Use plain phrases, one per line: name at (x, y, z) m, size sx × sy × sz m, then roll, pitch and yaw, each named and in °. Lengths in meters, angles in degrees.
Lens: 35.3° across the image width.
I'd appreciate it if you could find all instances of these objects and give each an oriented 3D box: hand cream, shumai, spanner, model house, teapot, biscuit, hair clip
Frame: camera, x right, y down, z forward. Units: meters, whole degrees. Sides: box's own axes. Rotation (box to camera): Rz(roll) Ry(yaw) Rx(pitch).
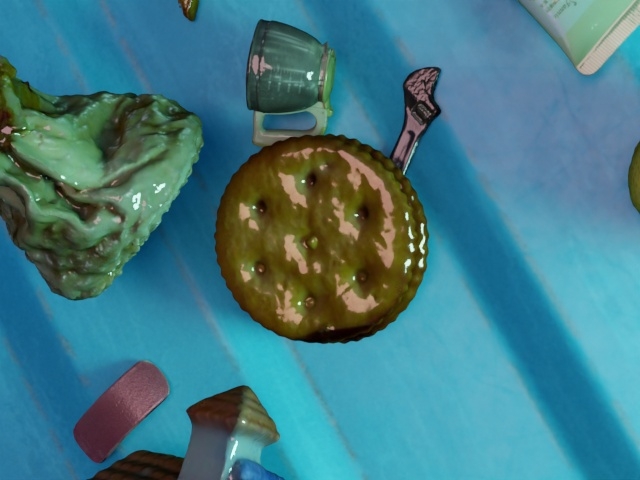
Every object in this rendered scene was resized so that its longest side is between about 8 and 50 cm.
hand cream at (0.188, -0.307, 0.946) m, size 0.306 × 0.093 × 0.147 m, roll 44°, pitch 104°, yaw 10°
shumai at (-0.254, -0.073, 1.003) m, size 0.222 × 0.260 × 0.225 m, roll 32°, pitch 70°, yaw -7°
spanner at (0.076, -0.080, 1.027) m, size 0.046 × 0.012 × 0.209 m, roll 24°, pitch 99°, yaw 15°
model house at (-0.121, 0.316, 1.013) m, size 0.294 × 0.251 × 0.329 m, roll -1°, pitch 67°, yaw 40°
teapot at (-0.028, -0.162, 1.031) m, size 0.090 × 0.124 × 0.092 m, roll 9°, pitch 54°, yaw 4°
biscuit at (0.000, 0.000, 1.013) m, size 0.220 × 0.066 × 0.221 m, roll 3°, pitch 99°, yaw 22°
hair clip at (-0.224, 0.192, 1.120) m, size 0.137 × 0.022 × 0.054 m, roll -45°, pitch 76°, yaw 13°

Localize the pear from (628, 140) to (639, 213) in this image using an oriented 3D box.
pear at (0.355, -0.052, 0.868) m, size 0.178 × 0.178 × 0.178 m, roll 0°, pitch 92°, yaw 17°

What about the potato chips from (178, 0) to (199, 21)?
potato chips at (-0.093, -0.326, 1.065) m, size 0.037 × 0.026 × 0.204 m, roll 39°, pitch 101°, yaw 9°
